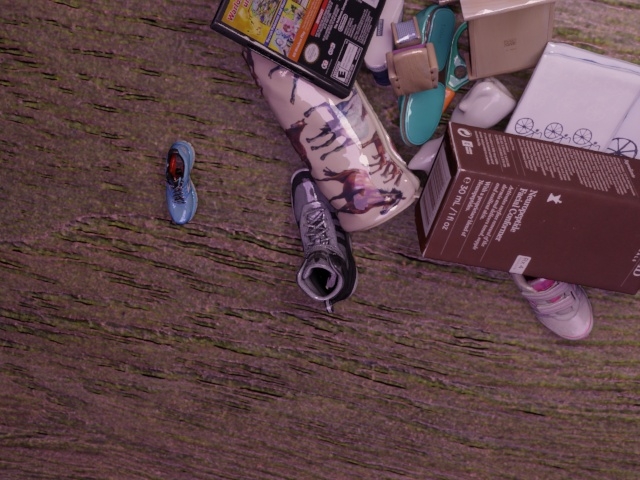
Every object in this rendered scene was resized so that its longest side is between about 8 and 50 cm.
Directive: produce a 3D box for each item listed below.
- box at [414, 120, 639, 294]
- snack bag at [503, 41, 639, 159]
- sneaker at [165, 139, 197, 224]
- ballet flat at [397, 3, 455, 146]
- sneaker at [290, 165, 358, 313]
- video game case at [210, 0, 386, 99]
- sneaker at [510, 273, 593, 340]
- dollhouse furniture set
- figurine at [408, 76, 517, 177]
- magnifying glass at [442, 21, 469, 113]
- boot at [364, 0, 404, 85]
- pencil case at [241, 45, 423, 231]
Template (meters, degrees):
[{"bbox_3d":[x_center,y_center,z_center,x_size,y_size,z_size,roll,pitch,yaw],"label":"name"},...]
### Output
[{"bbox_3d":[0.363,-0.047,1.342,0.381,0.143,0.191,8,131,-9],"label":"box"},{"bbox_3d":[0.462,-0.146,1.368,0.342,0.037,0.323,12,131,-9],"label":"snack bag"},{"bbox_3d":[-0.276,-0.108,1.585,0.063,0.073,0.162,1,104,10],"label":"sneaker"},{"bbox_3d":[0.178,-0.287,1.455,0.083,0.087,0.247,7,99,-25],"label":"ballet flat"},{"bbox_3d":[0.000,0.000,1.521,0.101,0.153,0.269,-13,102,14],"label":"sneaker"},{"bbox_3d":[-0.017,-0.408,1.357,0.248,0.035,0.275,25,76,-19],"label":"video game case"},{"bbox_3d":[0.404,0.083,1.493,0.103,0.111,0.252,-37,96,16],"label":"sneaker"},{"bbox_3d":[0.221,-0.428,1.294,0.286,0.198,0.303,-11,71,9],"label":"dollhouse furniture set"},{"bbox_3d":[0.280,-0.158,1.433,0.215,0.092,0.209,26,117,-31],"label":"figurine"},{"bbox_3d":[0.243,-0.291,1.473,0.092,0.026,0.231,33,108,1],"label":"magnifying glass"},{"bbox_3d":[0.113,-0.372,1.458,0.069,0.086,0.190,8,77,15],"label":"boot"},{"bbox_3d":[0.027,-0.212,1.459,0.183,0.160,0.410,-25,99,38],"label":"pencil case"}]
